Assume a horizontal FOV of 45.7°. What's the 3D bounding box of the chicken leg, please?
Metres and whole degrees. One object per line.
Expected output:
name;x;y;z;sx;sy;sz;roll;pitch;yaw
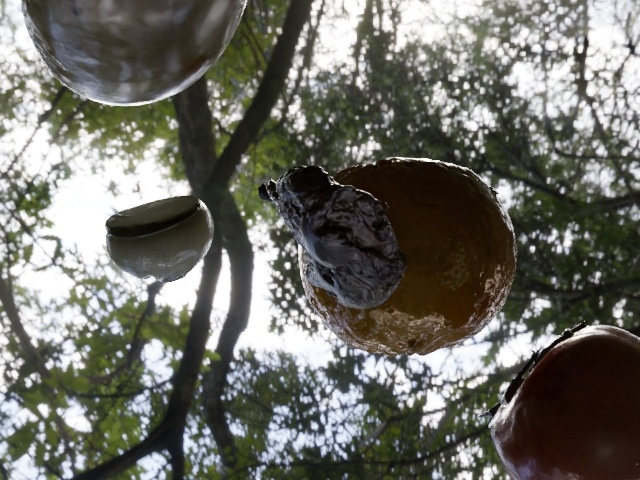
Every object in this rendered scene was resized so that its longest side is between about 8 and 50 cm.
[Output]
chicken leg;0.010;0.007;0.873;0.177;0.322;0.083;29;-107;31

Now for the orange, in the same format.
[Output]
orange;0.132;0.033;1.168;0.341;0.340;0.293;0;-104;6

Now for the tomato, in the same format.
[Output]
tomato;0.340;0.233;0.973;0.256;0.256;0.224;-33;-108;-24

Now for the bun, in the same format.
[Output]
bun;-0.247;0.005;1.199;0.173;0.119;0.173;-12;-160;4

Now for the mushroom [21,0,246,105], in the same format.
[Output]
mushroom;-0.188;-0.261;0.589;0.290;0.292;0.292;17;-135;-9
